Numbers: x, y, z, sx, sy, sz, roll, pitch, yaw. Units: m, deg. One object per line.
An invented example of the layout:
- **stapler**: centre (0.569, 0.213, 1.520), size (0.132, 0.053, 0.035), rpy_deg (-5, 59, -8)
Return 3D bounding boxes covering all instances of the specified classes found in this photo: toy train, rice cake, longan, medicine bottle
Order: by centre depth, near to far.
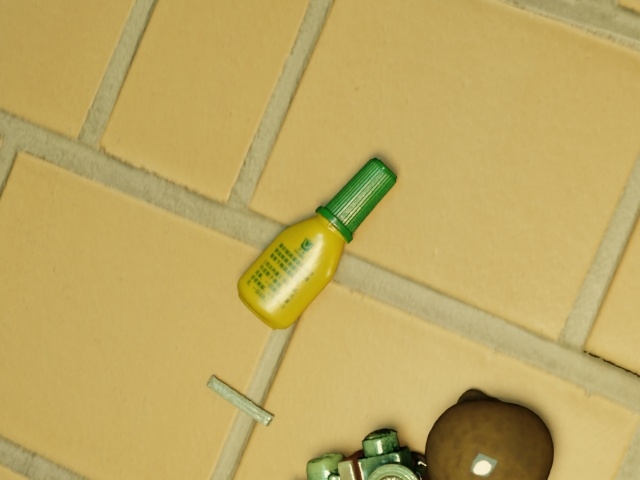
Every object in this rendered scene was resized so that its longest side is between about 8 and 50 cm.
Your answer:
- **longan**: centre (0.240, 0.299, 1.653), size (0.185, 0.159, 0.204), rpy_deg (-10, 43, -4)
- **toy train**: centre (0.072, 0.436, 1.687), size (0.222, 0.150, 0.304), rpy_deg (-14, 84, 19)
- **medicine bottle**: centre (0.000, 0.000, 1.772), size (0.111, 0.076, 0.309), rpy_deg (43, 96, 11)
- **rice cake**: centre (-0.127, 0.253, 1.810), size (0.121, 0.021, 0.022), rpy_deg (32, 88, 12)
